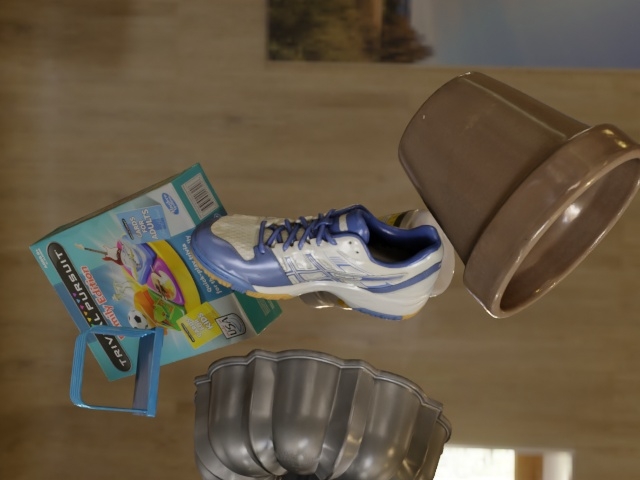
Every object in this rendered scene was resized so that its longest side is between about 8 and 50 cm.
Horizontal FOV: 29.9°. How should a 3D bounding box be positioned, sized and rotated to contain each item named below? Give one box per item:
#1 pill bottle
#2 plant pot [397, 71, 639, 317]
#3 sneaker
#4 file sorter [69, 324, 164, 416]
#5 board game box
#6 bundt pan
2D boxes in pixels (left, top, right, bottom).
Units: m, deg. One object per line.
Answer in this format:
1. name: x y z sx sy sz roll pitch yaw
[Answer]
1. pill bottle: 0.068 0.030 1.643 0.119 0.208 0.119 17 68 -49
2. plant pot: 0.221 -0.076 1.437 0.229 0.263 0.263 45 -20 23
3. sneaker: 0.000 0.000 1.400 0.131 0.296 0.112 113 -19 -45
4. file sorter: -0.281 0.177 1.641 0.170 0.104 0.118 156 -61 -72
5. board game box: -0.254 0.058 1.807 0.079 0.336 0.254 -41 106 -50
6. bundt pan: -0.009 0.266 1.468 0.331 0.330 0.124 88 11 -57
